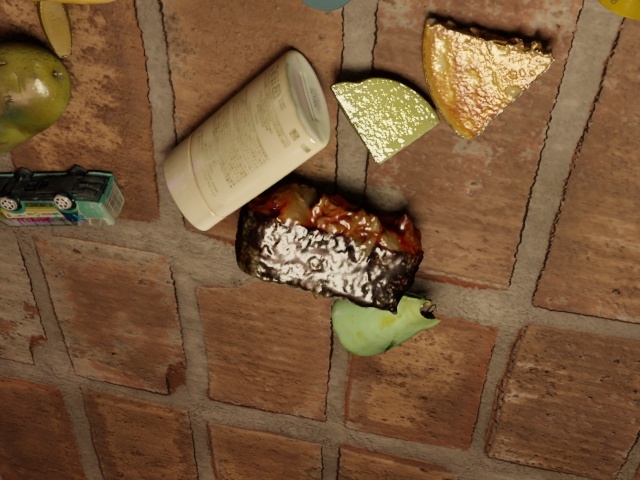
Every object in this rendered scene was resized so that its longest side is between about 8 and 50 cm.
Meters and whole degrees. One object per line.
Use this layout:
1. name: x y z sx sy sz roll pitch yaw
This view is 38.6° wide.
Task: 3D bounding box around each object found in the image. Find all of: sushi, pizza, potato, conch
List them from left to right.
1. potato: -0.522 -0.238 1.522 0.248 0.143 0.169 -20 140 31
2. sushi: 0.000 0.000 1.582 0.343 0.196 0.182 17 94 -8
3. potato: 0.099 -0.212 1.429 0.120 0.081 0.149 -33 105 5
4. conch: 0.133 0.138 1.708 0.250 0.137 0.143 -18 130 34
5. pizza: 0.249 -0.244 1.339 0.193 0.053 0.201 -2 123 22

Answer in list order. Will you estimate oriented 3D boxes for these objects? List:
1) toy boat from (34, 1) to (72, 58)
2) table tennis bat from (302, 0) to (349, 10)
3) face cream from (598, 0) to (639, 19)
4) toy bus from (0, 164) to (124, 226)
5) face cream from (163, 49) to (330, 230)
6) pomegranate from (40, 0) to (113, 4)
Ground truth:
1. toy boat: -0.420 -0.356 1.439 0.047 0.049 0.149 -14 135 -11
2. table tennis bat: 0.010 -0.391 1.291 0.100 0.019 0.155 16 139 1
3. face cream: 0.425 -0.428 1.058 0.105 0.105 0.349 15 137 2
4. toy bus: -0.506 -0.078 1.728 0.261 0.091 0.109 1 142 19
5. face cream: -0.130 -0.147 1.488 0.081 0.173 0.348 5 152 -45
6. pomegranate: -0.286 -0.433 1.043 0.338 0.338 0.338 9 137 8
